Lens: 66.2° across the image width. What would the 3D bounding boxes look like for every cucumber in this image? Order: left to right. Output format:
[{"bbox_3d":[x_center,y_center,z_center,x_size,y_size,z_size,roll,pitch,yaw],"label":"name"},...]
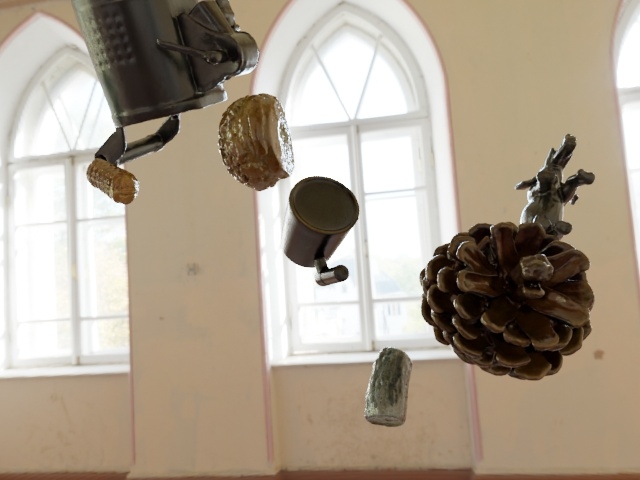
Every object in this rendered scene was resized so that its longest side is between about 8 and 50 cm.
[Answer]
[{"bbox_3d":[0.103,0.218,0.736,0.064,0.112,0.064,11,-32,7],"label":"cucumber"}]

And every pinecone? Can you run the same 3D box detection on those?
[{"bbox_3d":[0.206,0.064,0.542,0.186,0.168,0.212,14,-1,4],"label":"pinecone"}]

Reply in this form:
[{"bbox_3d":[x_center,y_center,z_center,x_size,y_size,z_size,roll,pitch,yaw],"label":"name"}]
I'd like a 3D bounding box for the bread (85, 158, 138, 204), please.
[{"bbox_3d":[-0.339,-0.097,0.795,0.044,0.052,0.157,9,10,-44],"label":"bread"}]

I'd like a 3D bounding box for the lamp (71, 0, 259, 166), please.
[{"bbox_3d":[-0.297,-0.327,0.848,0.374,0.272,0.205,-22,12,35],"label":"lamp"}]

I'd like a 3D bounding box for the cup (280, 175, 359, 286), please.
[{"bbox_3d":[-0.016,-0.007,1.157,0.166,0.239,0.177,13,-36,-10],"label":"cup"}]

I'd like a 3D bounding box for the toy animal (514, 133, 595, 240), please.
[{"bbox_3d":[0.428,-0.083,0.932,0.115,0.245,0.146,30,-10,14],"label":"toy animal"}]

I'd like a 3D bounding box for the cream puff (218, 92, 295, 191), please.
[{"bbox_3d":[-0.099,-0.144,0.733,0.103,0.144,0.126,-10,7,16],"label":"cream puff"}]
